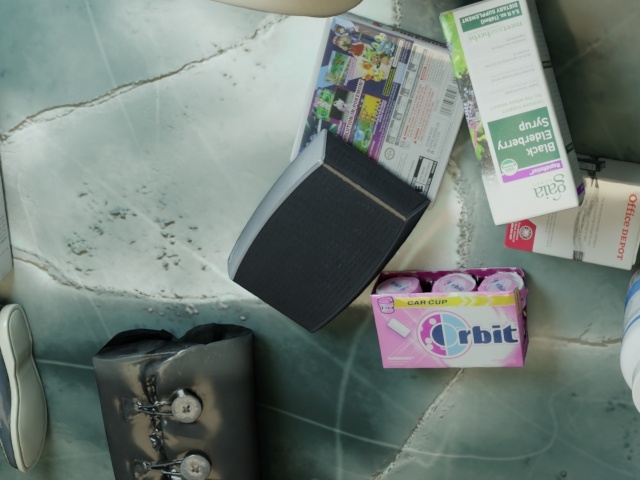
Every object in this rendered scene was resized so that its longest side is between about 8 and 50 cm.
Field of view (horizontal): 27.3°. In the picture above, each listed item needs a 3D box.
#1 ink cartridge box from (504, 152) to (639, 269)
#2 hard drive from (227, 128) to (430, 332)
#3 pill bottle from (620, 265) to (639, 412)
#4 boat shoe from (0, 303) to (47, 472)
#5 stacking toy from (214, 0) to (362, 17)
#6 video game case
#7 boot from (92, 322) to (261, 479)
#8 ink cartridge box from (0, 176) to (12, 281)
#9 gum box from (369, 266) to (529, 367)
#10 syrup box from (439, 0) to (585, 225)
[{"bbox_3d":[0.295,-0.039,1.512,0.150,0.063,0.109,11,119,11],"label":"ink cartridge box"},{"bbox_3d":[0.000,0.000,1.609,0.172,0.054,0.255,34,128,-6],"label":"hard drive"},{"bbox_3d":[0.399,0.113,1.472,0.124,0.221,0.124,7,120,12],"label":"pill bottle"},{"bbox_3d":[-0.443,0.207,1.839,0.079,0.095,0.254,1,116,14],"label":"boat shoe"},{"bbox_3d":[-0.058,-0.481,1.251,0.350,0.350,0.480,20,110,5],"label":"stacking toy"},{"bbox_3d":[0.073,-0.151,1.541,0.183,0.023,0.201,19,122,5],"label":"video game case"},{"bbox_3d":[-0.089,0.326,1.757,0.367,0.146,0.445,-7,96,-3],"label":"boot"},{"bbox_3d":[-0.537,-0.076,1.694,0.226,0.131,0.306,6,118,13],"label":"ink cartridge box"},{"bbox_3d":[0.165,0.096,1.623,0.188,0.062,0.107,-2,117,17],"label":"gum box"},{"bbox_3d":[0.209,-0.142,1.421,0.093,0.096,0.237,-14,93,17],"label":"syrup box"}]
